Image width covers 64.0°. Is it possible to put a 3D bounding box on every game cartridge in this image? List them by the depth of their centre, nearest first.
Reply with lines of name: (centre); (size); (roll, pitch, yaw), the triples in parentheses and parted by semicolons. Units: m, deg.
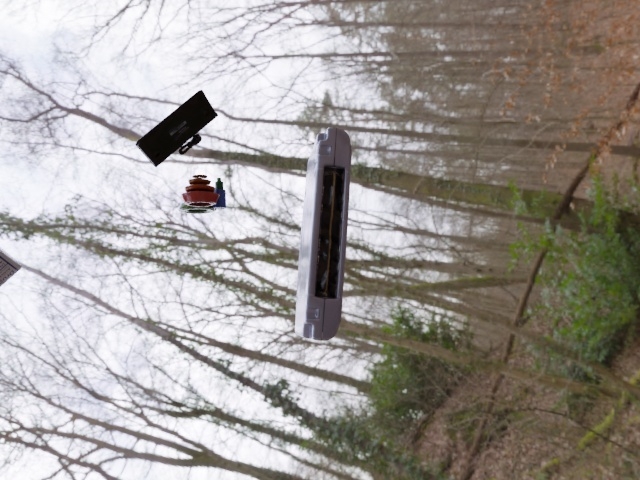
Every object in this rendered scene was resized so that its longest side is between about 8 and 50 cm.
game cartridge: (0.000, 0.000, 0.782); (0.196, 0.060, 0.294); (146, 129, -77)

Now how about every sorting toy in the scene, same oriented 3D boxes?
sorting toy: (-0.157, -0.063, 0.683); (0.102, 0.061, 0.042); (159, 109, -70)

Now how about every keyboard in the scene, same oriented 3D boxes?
keyboard: (-0.302, -0.233, 1.100); (0.180, 0.023, 0.108); (-42, -34, -9)

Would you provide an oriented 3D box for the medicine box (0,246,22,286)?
medicine box: (-0.616, 0.045, 0.697); (0.263, 0.149, 0.289); (-50, -8, -22)
